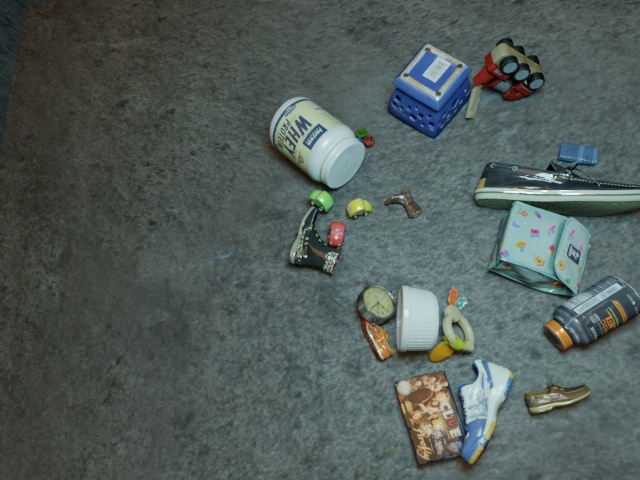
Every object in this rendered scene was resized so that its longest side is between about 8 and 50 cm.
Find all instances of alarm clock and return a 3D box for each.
[{"bbox_3d":[0.182,0.229,1.343,0.129,0.064,0.192,24,43,-9],"label":"alarm clock"}]

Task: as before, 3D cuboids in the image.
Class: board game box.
[{"bbox_3d":[0.342,0.538,1.242,0.164,0.042,0.244,-18,68,8],"label":"board game box"}]

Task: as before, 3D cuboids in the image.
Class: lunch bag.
[{"bbox_3d":[0.693,0.030,1.263,0.262,0.160,0.224,21,71,13],"label":"lunch bag"}]

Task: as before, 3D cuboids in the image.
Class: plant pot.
[{"bbox_3d":[0.408,-0.565,1.500,0.236,0.212,0.236,38,85,17],"label":"plant pot"}]

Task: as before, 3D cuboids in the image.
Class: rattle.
[{"bbox_3d":[0.415,0.278,1.320,0.130,0.143,0.200,5,53,-16],"label":"rattle"}]

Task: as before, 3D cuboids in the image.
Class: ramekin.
[{"bbox_3d":[0.302,0.249,1.271,0.108,0.207,0.207,4,72,7],"label":"ramekin"}]

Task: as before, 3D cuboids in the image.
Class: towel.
[{"bbox_3d":[0.886,-0.296,1.392,0.119,0.029,0.067,15,76,18],"label":"towel"}]

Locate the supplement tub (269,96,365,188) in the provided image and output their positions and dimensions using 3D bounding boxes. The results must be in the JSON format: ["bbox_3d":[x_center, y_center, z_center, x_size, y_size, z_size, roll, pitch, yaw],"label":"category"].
[{"bbox_3d":[-0.013,-0.372,1.546,0.235,0.235,0.325,-46,66,-4],"label":"supplement tub"}]

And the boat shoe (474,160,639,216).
[{"bbox_3d":[0.765,-0.175,1.302,0.499,0.187,0.156,7,79,23],"label":"boat shoe"}]

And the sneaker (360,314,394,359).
[{"bbox_3d":[0.187,0.313,1.362,0.067,0.064,0.175,-20,69,-17],"label":"sneaker"}]

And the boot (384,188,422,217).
[{"bbox_3d":[0.306,-0.122,1.486,0.106,0.037,0.114,-29,71,6],"label":"boot"}]

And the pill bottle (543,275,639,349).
[{"bbox_3d":[0.787,0.221,1.186,0.245,0.130,0.130,-33,66,3],"label":"pill bottle"}]

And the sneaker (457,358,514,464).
[{"bbox_3d":[0.457,0.495,1.191,0.130,0.112,0.296,22,62,27],"label":"sneaker"}]

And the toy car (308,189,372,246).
[{"bbox_3d":[0.050,-0.118,1.493,0.225,0.053,0.239,37,65,14],"label":"toy car"}]

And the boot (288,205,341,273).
[{"bbox_3d":[0.000,0.002,1.503,0.178,0.085,0.237,17,72,13],"label":"boot"}]

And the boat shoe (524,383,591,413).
[{"bbox_3d":[0.684,0.446,1.171,0.177,0.064,0.060,-21,69,10],"label":"boat shoe"}]

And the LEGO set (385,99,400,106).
[{"bbox_3d":[0.308,-0.571,1.649,0.083,0.023,0.054,-16,65,23],"label":"LEGO set"}]

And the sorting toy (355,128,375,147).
[{"bbox_3d":[0.175,-0.402,1.618,0.061,0.042,0.102,-28,54,-12],"label":"sorting toy"}]

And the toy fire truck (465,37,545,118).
[{"bbox_3d":[0.654,-0.564,1.484,0.216,0.246,0.159,14,62,-26],"label":"toy fire truck"}]
